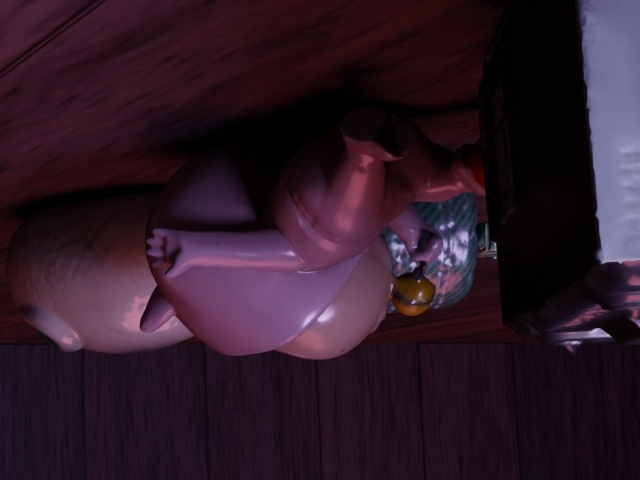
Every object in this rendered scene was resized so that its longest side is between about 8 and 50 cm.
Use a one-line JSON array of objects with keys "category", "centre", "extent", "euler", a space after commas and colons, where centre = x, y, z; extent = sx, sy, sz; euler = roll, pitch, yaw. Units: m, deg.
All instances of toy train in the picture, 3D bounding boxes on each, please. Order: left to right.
[{"category": "toy train", "centre": [0.189, -0.001, 1.499], "extent": [0.083, 0.033, 0.053], "euler": [-7, 167, 28]}]

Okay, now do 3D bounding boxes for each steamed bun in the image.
[{"category": "steamed bun", "centre": [-0.169, 0.033, 1.286], "extent": [0.228, 0.131, 0.177], "euler": [-10, 170, 30]}]

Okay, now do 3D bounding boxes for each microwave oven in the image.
[{"category": "microwave oven", "centre": [0.199, -0.042, 0.708], "extent": [0.237, 0.181, 0.295], "euler": [-4, 172, -1]}]

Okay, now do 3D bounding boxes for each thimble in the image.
[{"category": "thimble", "centre": [0.066, -0.002, 1.153], "extent": [0.090, 0.119, 0.135], "euler": [0, 172, -10]}]

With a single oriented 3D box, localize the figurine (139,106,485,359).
[{"category": "figurine", "centre": [0.000, 0.000, 0.997], "extent": [0.287, 0.186, 0.176], "euler": [-30, -164, 39]}]
